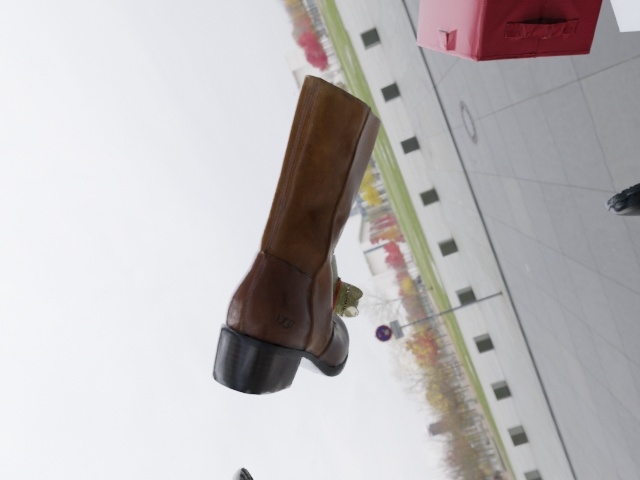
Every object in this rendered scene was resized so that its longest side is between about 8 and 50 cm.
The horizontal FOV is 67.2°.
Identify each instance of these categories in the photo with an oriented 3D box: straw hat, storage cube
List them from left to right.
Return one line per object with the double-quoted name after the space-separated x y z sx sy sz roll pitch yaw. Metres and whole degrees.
0.036 0.095 0.774 0.144 0.061 0.145 14 -90 -83 "straw hat"
0.260 -0.369 0.675 0.215 0.183 0.193 -119 24 -57 "storage cube"

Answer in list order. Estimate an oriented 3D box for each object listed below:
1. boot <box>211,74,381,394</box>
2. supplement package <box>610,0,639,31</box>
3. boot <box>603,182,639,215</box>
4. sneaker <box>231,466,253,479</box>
0.000 0.000 0.517 0.264 0.096 0.281 16 -89 -62 "boot"
0.601 -0.513 0.807 0.262 0.145 0.204 52 179 -26 "supplement package"
0.749 -0.038 0.987 0.094 0.246 0.207 53 -160 -70 "boot"
-0.144 0.455 0.718 0.107 0.110 0.275 55 177 -1 "sneaker"
